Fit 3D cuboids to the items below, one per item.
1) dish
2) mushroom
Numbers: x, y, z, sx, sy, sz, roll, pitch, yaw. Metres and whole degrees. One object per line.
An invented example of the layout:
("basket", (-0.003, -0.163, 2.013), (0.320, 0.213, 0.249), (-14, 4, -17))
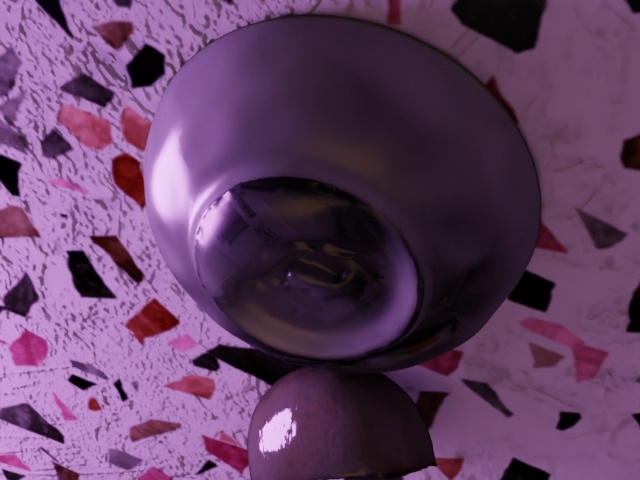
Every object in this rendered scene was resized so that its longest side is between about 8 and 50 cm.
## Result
("dish", (0.000, 0.000, 0.820), (0.324, 0.124, 0.324), (10, 130, 12))
("mushroom", (0.013, 0.166, 0.955), (0.188, 0.141, 0.117), (-8, 93, 38))
